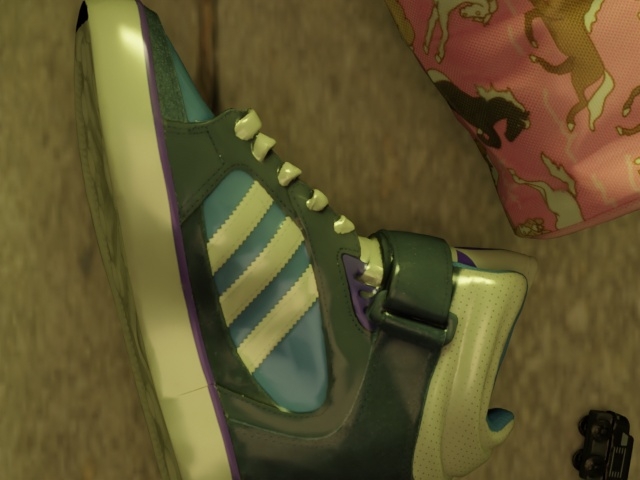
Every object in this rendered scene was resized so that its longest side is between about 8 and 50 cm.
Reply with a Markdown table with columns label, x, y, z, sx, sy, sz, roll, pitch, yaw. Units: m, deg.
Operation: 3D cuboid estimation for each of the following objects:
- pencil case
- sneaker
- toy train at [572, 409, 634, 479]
| label | x | y | z | sx | sy | sz | roll | pitch | yaw |
| --- | --- | --- | --- | --- | --- | --- | --- | --- | --- |
| pencil case | 0.107 | -0.190 | 1.098 | 0.160 | 0.167 | 0.386 | -33 | 100 | -40 |
| sneaker | 0.000 | 0.000 | 1.131 | 0.236 | 0.130 | 0.323 | -13 | 92 | -13 |
| toy train | 0.166 | 0.182 | 1.204 | 0.036 | 0.027 | 0.158 | 8 | 94 | -17 |
